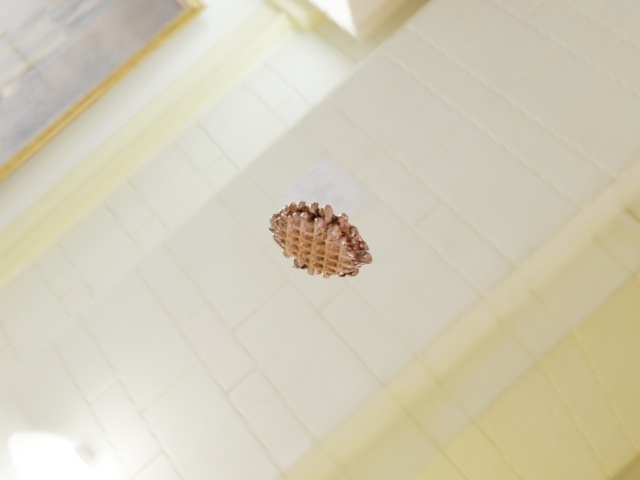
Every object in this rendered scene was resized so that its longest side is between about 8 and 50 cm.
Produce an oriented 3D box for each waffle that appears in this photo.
[{"bbox_3d":[0.000,0.000,0.829,0.083,0.029,0.075,-1,139,44],"label":"waffle"}]
